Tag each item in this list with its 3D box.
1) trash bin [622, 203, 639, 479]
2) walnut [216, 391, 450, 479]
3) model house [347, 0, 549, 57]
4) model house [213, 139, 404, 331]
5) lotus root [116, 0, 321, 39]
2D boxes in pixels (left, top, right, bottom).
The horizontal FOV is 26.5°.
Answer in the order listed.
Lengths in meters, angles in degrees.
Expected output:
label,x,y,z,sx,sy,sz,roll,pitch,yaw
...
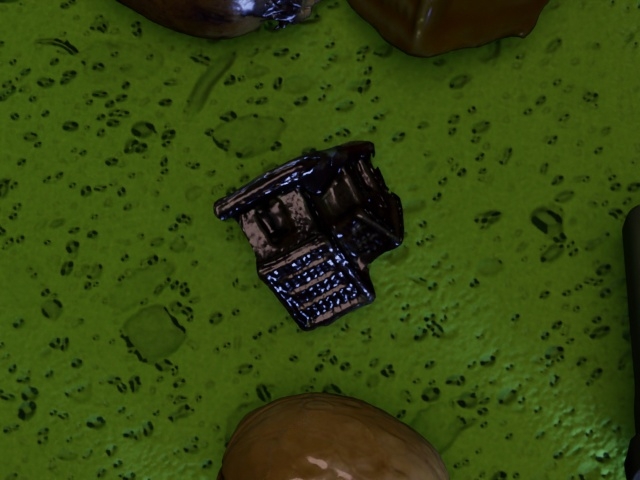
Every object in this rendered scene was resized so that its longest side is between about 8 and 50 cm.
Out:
label,x,y,z,sx,sy,sz,roll,pitch,yaw
trash bin,0.380,0.091,1.256,0.219,0.219,0.250,-6,78,6
walnut,0.012,0.242,1.250,0.221,0.195,0.195,22,85,0
model house,0.119,-0.308,1.330,0.239,0.173,0.268,-47,55,8
model house,0.006,-0.004,1.310,0.165,0.106,0.152,-28,83,2
lotus root,-0.136,-0.292,1.319,0.314,0.141,0.169,20,87,5
